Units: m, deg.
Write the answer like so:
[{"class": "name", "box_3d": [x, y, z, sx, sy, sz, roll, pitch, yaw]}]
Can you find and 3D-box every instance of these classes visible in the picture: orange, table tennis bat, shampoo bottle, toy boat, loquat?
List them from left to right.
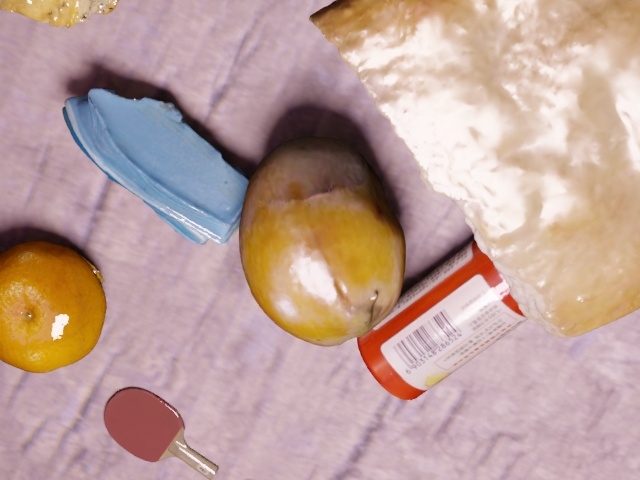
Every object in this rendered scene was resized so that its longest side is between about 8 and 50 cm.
[{"class": "orange", "box_3d": [-0.321, 0.077, 1.999, 0.154, 0.134, 0.155, 0, 91, 3]}, {"class": "toy boat", "box_3d": [-0.185, -0.085, 1.915, 0.238, 0.109, 0.098, 38, 150, -4]}, {"class": "table tennis bat", "box_3d": [-0.190, 0.237, 2.094, 0.156, 0.013, 0.087, 35, 114, -1]}, {"class": "loquat", "box_3d": [0.000, 0.000, 1.853, 0.179, 0.179, 0.227, -16, 100, 19]}, {"class": "shampoo bottle", "box_3d": [0.172, 0.060, 1.878, 0.278, 0.104, 0.104, -38, 100, 25]}]

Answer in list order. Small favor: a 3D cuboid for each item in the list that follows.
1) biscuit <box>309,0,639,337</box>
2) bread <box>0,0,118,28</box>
[{"class": "biscuit", "box_3d": [0.281, -0.130, 1.681, 0.446, 0.104, 0.429, -25, 108, 12]}, {"class": "bread", "box_3d": [-0.275, -0.344, 1.801, 0.174, 0.121, 0.245, 17, 123, 2]}]
